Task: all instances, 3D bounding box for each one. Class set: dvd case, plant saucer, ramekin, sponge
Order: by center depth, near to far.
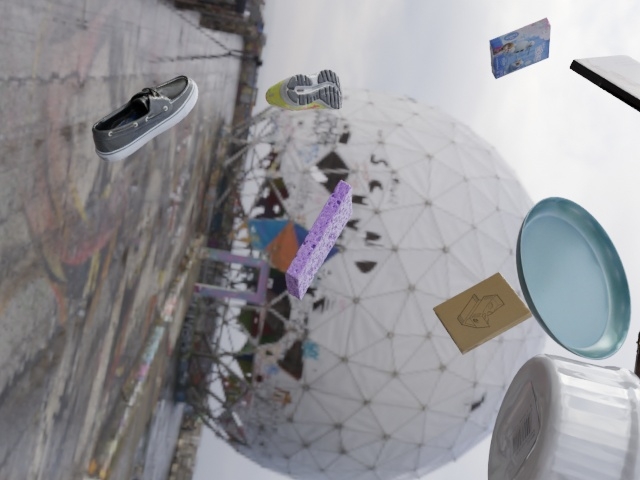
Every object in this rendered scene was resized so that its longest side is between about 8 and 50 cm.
[{"bbox_3d":[0.353,0.302,1.094,0.277,0.135,0.277,-161,-90,-90],"label":"ramekin"},{"bbox_3d":[0.575,-0.250,1.270,0.253,0.180,0.022,46,-47,33],"label":"dvd case"},{"bbox_3d":[0.000,0.000,1.361,0.210,0.031,0.117,-59,167,-21],"label":"sponge"},{"bbox_3d":[0.473,0.072,1.398,0.044,0.318,0.317,-29,-133,50],"label":"plant saucer"}]

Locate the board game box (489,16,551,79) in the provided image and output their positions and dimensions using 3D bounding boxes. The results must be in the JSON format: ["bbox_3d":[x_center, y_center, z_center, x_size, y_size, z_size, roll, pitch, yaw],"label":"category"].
[{"bbox_3d":[0.305,-0.291,1.128,0.090,0.090,0.020,50,20,-66],"label":"board game box"}]

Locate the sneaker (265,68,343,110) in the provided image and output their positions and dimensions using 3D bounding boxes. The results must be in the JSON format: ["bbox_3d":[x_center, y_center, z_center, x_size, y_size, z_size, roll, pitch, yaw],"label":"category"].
[{"bbox_3d":[-0.032,-0.304,1.518,0.208,0.094,0.081,-8,92,-53],"label":"sneaker"}]

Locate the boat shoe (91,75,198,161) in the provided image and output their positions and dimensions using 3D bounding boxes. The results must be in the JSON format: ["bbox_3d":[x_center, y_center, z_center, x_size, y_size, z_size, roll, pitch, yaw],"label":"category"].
[{"bbox_3d":[-0.186,-0.139,0.792,0.142,0.049,0.040,-48,150,-29],"label":"boat shoe"}]

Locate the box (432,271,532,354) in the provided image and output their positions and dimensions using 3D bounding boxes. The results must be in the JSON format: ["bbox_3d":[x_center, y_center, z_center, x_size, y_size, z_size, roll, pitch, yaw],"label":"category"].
[{"bbox_3d":[0.410,0.183,1.882,0.021,0.201,0.164,61,0,-42],"label":"box"}]

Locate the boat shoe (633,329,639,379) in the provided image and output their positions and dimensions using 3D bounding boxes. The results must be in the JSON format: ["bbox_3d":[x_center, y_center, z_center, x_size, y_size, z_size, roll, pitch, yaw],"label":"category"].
[{"bbox_3d":[0.583,0.173,1.272,0.073,0.073,0.206,34,-70,64],"label":"boat shoe"}]
